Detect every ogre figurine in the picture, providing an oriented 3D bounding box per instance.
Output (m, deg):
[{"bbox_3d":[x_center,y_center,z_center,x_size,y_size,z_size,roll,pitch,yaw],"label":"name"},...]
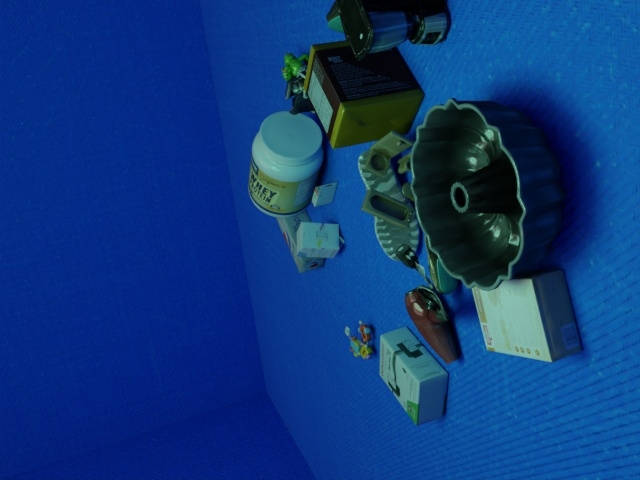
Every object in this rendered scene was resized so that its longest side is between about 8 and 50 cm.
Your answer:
[{"bbox_3d":[-0.063,-0.504,1.796,0.118,0.097,0.197,69,-173,-45],"label":"ogre figurine"}]

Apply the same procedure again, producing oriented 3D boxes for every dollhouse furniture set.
[{"bbox_3d":[0.172,-0.129,1.289,0.151,0.144,0.123,-70,14,-13],"label":"dollhouse furniture set"}]

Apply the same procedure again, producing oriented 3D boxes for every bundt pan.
[{"bbox_3d":[0.290,-0.085,1.008,0.331,0.124,0.330,167,90,-72],"label":"bundt pan"}]

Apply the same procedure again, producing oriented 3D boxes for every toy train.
[{"bbox_3d":[0.137,0.314,1.877,0.166,0.046,0.125,155,102,-68],"label":"toy train"}]

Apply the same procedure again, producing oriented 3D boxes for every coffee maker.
[{"bbox_3d":[0.136,-0.443,1.106,0.120,0.178,0.171,18,122,66],"label":"coffee maker"}]

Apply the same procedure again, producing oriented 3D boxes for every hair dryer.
[{"bbox_3d":[0.239,0.168,1.301,0.293,0.080,0.223,59,-172,-32],"label":"hair dryer"}]

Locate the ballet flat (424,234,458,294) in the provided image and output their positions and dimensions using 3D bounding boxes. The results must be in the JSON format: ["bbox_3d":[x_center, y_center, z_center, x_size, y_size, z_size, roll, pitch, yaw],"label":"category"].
[{"bbox_3d":[0.255,0.017,1.274,0.067,0.073,0.206,-132,34,-70],"label":"ballet flat"}]

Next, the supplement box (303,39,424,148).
[{"bbox_3d":[0.090,-0.332,1.302,0.129,0.192,0.194,108,143,-58],"label":"supplement box"}]

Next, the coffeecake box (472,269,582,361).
[{"bbox_3d":[0.359,0.129,1.047,0.185,0.068,0.142,168,88,-72],"label":"coffeecake box"}]

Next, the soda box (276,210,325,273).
[{"bbox_3d":[-0.078,-0.024,2.171,0.091,0.098,0.286,103,147,-54],"label":"soda box"}]

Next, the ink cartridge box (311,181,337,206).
[{"bbox_3d":[0.013,-0.155,1.859,0.115,0.063,0.029,106,143,-56],"label":"ink cartridge box"}]

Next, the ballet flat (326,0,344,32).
[{"bbox_3d":[0.082,-0.535,1.335,0.096,0.095,0.280,-69,25,10],"label":"ballet flat"}]

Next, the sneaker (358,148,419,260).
[{"bbox_3d":[0.175,-0.089,1.434,0.115,0.105,0.281,-24,-81,-78],"label":"sneaker"}]

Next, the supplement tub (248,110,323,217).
[{"bbox_3d":[-0.114,-0.243,1.906,0.316,0.229,0.228,107,144,-58],"label":"supplement tub"}]

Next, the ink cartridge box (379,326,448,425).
[{"bbox_3d":[0.237,0.350,1.535,0.208,0.087,0.152,-130,32,-55],"label":"ink cartridge box"}]

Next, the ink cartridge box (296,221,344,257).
[{"bbox_3d":[0.000,0.000,1.911,0.092,0.143,0.089,121,149,-65],"label":"ink cartridge box"}]

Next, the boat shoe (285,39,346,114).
[{"bbox_3d":[0.012,-0.416,1.520,0.340,0.158,0.127,137,117,-70],"label":"boat shoe"}]
